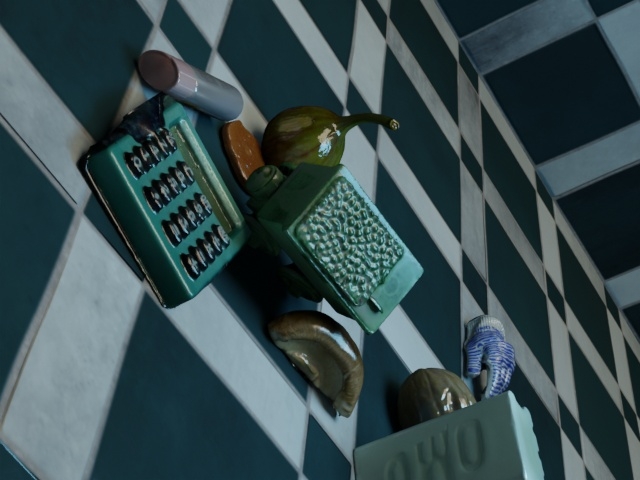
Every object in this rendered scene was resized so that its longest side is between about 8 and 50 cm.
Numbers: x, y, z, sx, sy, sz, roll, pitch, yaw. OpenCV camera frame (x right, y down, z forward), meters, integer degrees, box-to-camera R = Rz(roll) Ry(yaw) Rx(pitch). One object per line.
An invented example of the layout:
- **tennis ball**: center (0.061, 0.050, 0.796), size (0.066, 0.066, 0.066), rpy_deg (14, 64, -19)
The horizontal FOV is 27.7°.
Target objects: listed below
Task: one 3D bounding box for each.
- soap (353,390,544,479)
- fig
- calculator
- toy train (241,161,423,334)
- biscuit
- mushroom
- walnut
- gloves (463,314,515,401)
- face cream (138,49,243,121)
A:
- **soap**: center (0.188, 0.344, 1.918), size (0.087, 0.265, 0.160), rpy_deg (46, 29, -43)
- **fig**: center (0.017, -0.169, 2.089), size (0.149, 0.245, 0.149), rpy_deg (39, 40, -43)
- **calculator**: center (-0.197, -0.061, 1.727), size (0.248, 0.058, 0.274), rpy_deg (61, 23, -10)
- **toy train**: center (0.000, 0.000, 1.900), size (0.145, 0.202, 0.266), rpy_deg (-50, 123, -17)
- **biscuit**: center (-0.118, -0.129, 2.035), size (0.102, 0.019, 0.130), rpy_deg (3, 65, -66)
- **mushroom**: center (0.007, 0.171, 1.926), size (0.210, 0.094, 0.072), rpy_deg (49, 30, -27)
- **walnut**: center (0.198, 0.294, 2.181), size (0.140, 0.140, 0.162), rpy_deg (8, 75, -65)
- **gloves**: center (0.343, 0.243, 2.648), size (0.119, 0.097, 0.229), rpy_deg (23, 44, -18)
- **face cream**: center (-0.187, -0.225, 1.913), size (0.084, 0.057, 0.198), rpy_deg (39, 10, 27)
